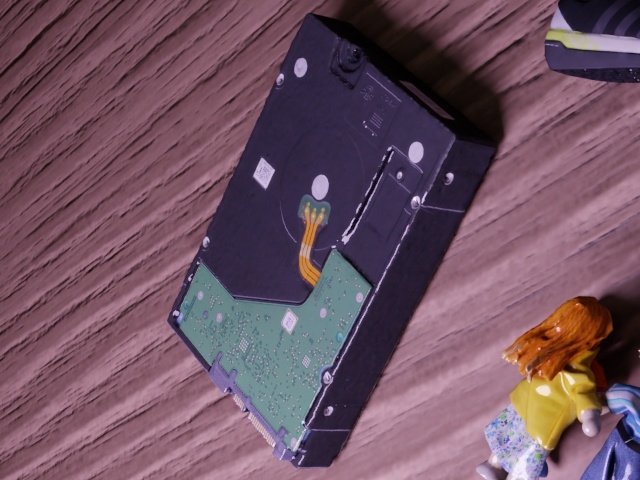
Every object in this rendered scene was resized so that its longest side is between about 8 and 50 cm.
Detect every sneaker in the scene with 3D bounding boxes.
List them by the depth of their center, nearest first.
[{"bbox_3d":[0.247,-0.164,1.090,0.234,0.084,0.097,10,91,49],"label":"sneaker"}]

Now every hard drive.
[{"bbox_3d":[0.000,0.000,1.365,0.237,0.064,0.339,45,116,43],"label":"hard drive"}]

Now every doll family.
[{"bbox_3d":[0.201,0.134,1.071,0.263,0.118,0.163,42,115,44],"label":"doll family"}]
